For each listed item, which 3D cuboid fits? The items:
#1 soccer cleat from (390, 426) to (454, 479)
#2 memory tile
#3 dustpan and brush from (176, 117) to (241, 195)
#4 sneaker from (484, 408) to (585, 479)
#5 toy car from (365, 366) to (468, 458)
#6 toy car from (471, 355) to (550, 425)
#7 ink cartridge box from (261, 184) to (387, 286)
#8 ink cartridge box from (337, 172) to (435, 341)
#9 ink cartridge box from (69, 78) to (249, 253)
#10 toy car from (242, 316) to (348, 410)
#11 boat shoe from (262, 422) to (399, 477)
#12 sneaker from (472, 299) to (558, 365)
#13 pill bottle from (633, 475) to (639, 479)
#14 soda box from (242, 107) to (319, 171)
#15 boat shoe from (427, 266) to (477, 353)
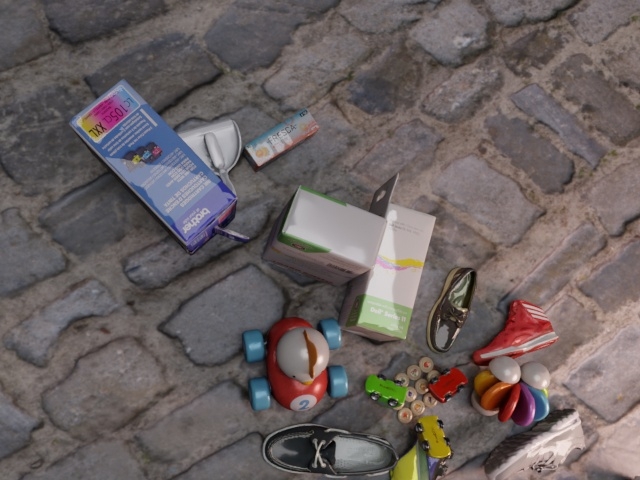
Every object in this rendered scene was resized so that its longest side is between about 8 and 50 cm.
[{"bbox_3d":[0.198,0.566,1.564,0.121,0.093,0.289,25,79,24],"label":"soccer cleat"},{"bbox_3d":[0.227,0.357,1.629,0.148,0.012,0.113,-29,88,-16],"label":"memory tile"},{"bbox_3d":[-0.236,-0.180,1.588,0.147,0.060,0.211,-19,85,-15],"label":"dustpan and brush"},{"bbox_3d":[0.521,0.509,1.621,0.282,0.105,0.115,-24,87,-16],"label":"sneaker"},{"bbox_3d":[0.208,0.371,1.571,0.225,0.053,0.239,20,49,6],"label":"toy car"},{"bbox_3d":[0.451,0.366,1.589,0.182,0.136,0.159,12,120,-11],"label":"toy car"},{"bbox_3d":[0.000,0.000,1.501,0.202,0.278,0.117,21,74,-8],"label":"ink cartridge box"},{"bbox_3d":[0.156,0.044,1.563,0.119,0.207,0.353,18,78,-8],"label":"ink cartridge box"},{"bbox_3d":[-0.319,-0.117,1.452,0.151,0.270,0.395,-42,92,-10],"label":"ink cartridge box"},{"bbox_3d":[-0.041,0.266,1.468,0.219,0.238,0.210,-6,82,-13],"label":"toy car"},{"bbox_3d":[0.025,0.469,1.524,0.303,0.091,0.114,1,80,-12],"label":"boat shoe"},{"bbox_3d":[0.460,0.224,1.682,0.221,0.087,0.128,-13,67,-14],"label":"sneaker"},{"bbox_3d":[0.774,0.721,1.613,0.161,0.161,0.283,27,77,-7],"label":"pill bottle"},{"bbox_3d":[-0.095,-0.239,1.631,0.183,0.058,0.063,-34,89,-16],"label":"soda box"},{"bbox_3d":[0.321,0.164,1.649,0.080,0.073,0.223,24,76,-8],"label":"boat shoe"}]
